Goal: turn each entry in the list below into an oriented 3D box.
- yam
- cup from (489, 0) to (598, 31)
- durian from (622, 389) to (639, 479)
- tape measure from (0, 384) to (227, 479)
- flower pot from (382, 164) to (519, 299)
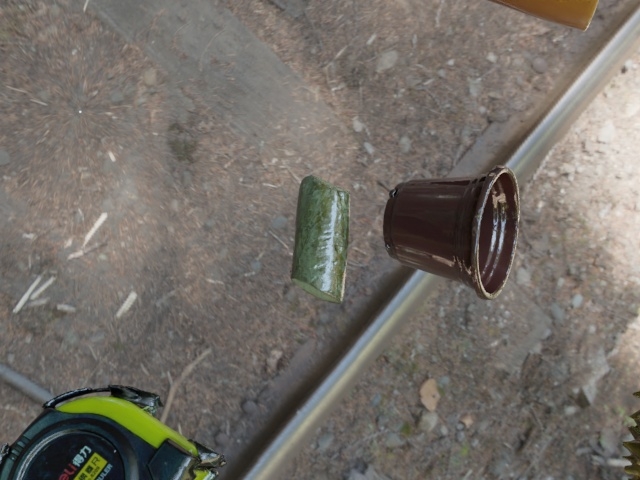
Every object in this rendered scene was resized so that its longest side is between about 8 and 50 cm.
[{"bbox_3d":[0.000,0.000,0.491,0.043,0.043,0.094,15,68,-22],"label":"yam"},{"bbox_3d":[0.218,-0.361,0.748,0.264,0.182,0.226,15,63,12],"label":"cup"},{"bbox_3d":[0.337,0.171,0.572,0.183,0.132,0.165,-28,125,-30],"label":"durian"},{"bbox_3d":[-0.215,0.242,0.659,0.186,0.112,0.199,29,67,17],"label":"tape measure"},{"bbox_3d":[0.106,-0.010,0.558,0.111,0.089,0.111,-19,112,-57],"label":"flower pot"}]
